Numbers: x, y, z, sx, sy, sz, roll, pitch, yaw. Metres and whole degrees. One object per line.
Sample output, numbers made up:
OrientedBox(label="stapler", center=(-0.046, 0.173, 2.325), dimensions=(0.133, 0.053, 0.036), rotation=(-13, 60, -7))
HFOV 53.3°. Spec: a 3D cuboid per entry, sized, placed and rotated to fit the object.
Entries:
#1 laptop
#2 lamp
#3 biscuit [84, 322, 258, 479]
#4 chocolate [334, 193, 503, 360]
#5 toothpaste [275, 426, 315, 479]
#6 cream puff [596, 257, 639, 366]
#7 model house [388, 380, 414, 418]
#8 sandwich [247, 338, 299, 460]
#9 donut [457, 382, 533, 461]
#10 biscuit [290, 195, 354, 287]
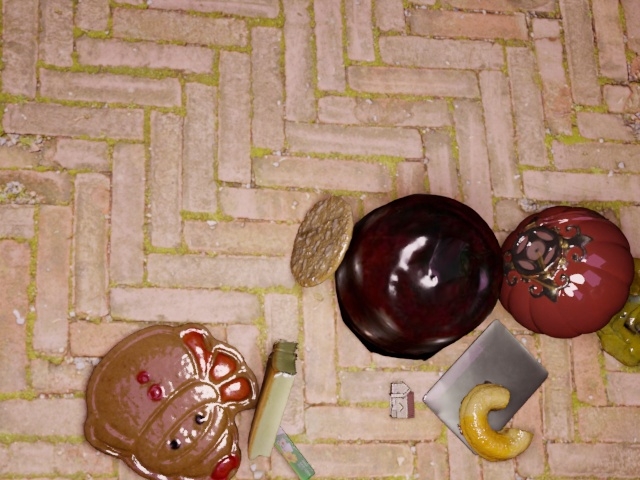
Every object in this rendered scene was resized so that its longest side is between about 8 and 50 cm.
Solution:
OrientedBox(label="laptop", center=(0.390, 0.343, 1.500), dimensions=(0.269, 0.015, 0.187), rotation=(-44, 89, -12))
OrientedBox(label="lamp", center=(0.538, 0.068, 1.427), dimensions=(0.257, 0.303, 0.303), rotation=(29, 76, -38))
OrientedBox(label="biscuit", center=(-0.311, 0.364, 1.388), dimensions=(0.359, 0.074, 0.381), rotation=(-42, 85, -10))
OrientedBox(label="chocolate", center=(0.232, 0.070, 1.356), dimensions=(0.383, 0.331, 0.384), rotation=(2, 83, -13))
OrientedBox(label="toothpaste", center=(-0.079, 0.451, 1.409), dimensions=(0.037, 0.043, 0.178), rotation=(-38, 87, -9))
OrientedBox(label="cream puff", center=(0.768, 0.167, 1.493), dimensions=(0.282, 0.185, 0.282), rotation=(2, 77, -8))
OrientedBox(label="model house", center=(0.187, 0.361, 1.451), dimensions=(0.058, 0.057, 0.083), rotation=(1, 79, -2))
OrientedBox(label="sandwich", center=(-0.107, 0.336, 1.351), dimensions=(0.063, 0.245, 0.212), rotation=(18, 95, -2))
OrientedBox(label="donut", center=(0.393, 0.419, 1.444), dimensions=(0.146, 0.078, 0.181), rotation=(-23, 85, -14))
OrientedBox(label="biscuit", center=(0.001, 0.000, 1.423), dimensions=(0.033, 0.220, 0.220), rotation=(23, 77, -32))
